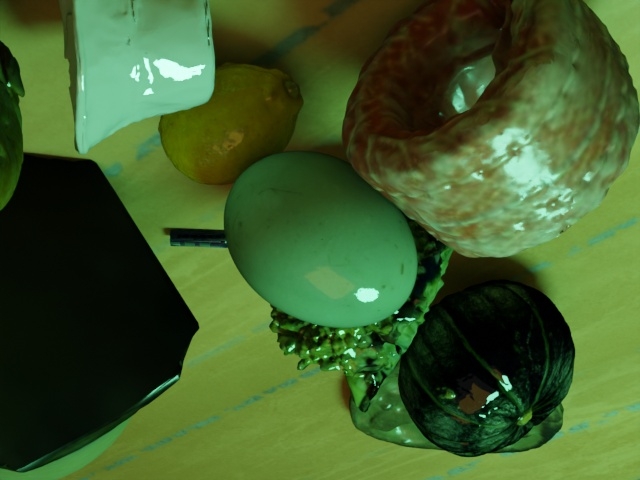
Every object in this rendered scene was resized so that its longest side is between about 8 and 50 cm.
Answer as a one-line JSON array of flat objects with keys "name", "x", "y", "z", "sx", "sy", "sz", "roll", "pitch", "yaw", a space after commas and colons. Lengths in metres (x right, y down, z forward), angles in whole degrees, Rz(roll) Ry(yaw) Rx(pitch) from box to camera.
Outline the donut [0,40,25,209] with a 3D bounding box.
[{"name": "donut", "x": -0.370, "y": -0.157, "z": 0.919, "sx": 0.170, "sy": 0.360, "sz": 0.360, "roll": -18, "pitch": 139, "yaw": 7}]

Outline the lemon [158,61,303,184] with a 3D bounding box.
[{"name": "lemon", "x": -0.086, "y": -0.114, "z": 1.118, "sx": 0.155, "sy": 0.114, "sz": 0.114, "roll": -22, "pitch": 136, "yaw": 21}]

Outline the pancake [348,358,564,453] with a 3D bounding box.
[{"name": "pancake", "x": 0.186, "y": 0.223, "z": 1.585, "sx": 0.294, "sy": 0.049, "sz": 0.294, "roll": 6, "pitch": 143, "yaw": 5}]

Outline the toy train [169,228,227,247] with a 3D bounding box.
[{"name": "toy train", "x": -0.133, "y": -0.001, "z": 1.350, "sx": 0.083, "sy": 0.017, "sz": 0.017, "roll": 2, "pitch": 144, "yaw": 3}]

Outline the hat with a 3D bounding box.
[{"name": "hat", "x": -0.162, "y": -0.174, "z": 1.019, "sx": 0.126, "sy": 0.203, "sz": 0.203, "roll": -5, "pitch": 145, "yaw": -12}]

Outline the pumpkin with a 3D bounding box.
[{"name": "pumpkin", "x": 0.197, "y": 0.150, "z": 1.363, "sx": 0.220, "sy": 0.162, "sz": 0.220, "roll": -23, "pitch": 145, "yaw": -17}]

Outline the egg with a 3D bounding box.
[{"name": "egg", "x": 0.000, "y": 0.000, "z": 1.068, "sx": 0.192, "sy": 0.149, "sz": 0.149, "roll": 38, "pitch": 142, "yaw": 9}]

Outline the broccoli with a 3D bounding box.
[{"name": "broccoli", "x": 0.025, "y": 0.052, "z": 1.253, "sx": 0.180, "sy": 0.242, "sz": 0.273, "roll": 29, "pitch": 135, "yaw": 4}]

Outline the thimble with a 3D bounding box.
[{"name": "thimble", "x": 0.144, "y": -0.112, "z": 0.997, "sx": 0.239, "sy": 0.239, "sz": 0.162, "roll": -27, "pitch": 130, "yaw": 35}]

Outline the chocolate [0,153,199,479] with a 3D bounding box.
[{"name": "chocolate", "x": -0.327, "y": 0.114, "z": 1.317, "sx": 0.326, "sy": 0.314, "sz": 0.297, "roll": -33, "pitch": 167, "yaw": -12}]
